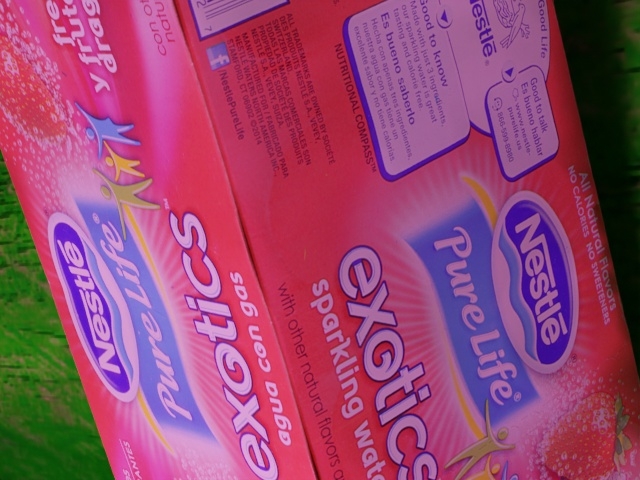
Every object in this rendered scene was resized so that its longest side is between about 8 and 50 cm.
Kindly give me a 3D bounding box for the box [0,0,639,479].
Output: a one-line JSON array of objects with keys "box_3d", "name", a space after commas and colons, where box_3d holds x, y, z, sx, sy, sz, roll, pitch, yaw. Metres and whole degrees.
[{"box_3d": [0.000, 0.000, 0.597, 0.142, 0.154, 0.300, 8, 121, 51], "name": "box"}]
